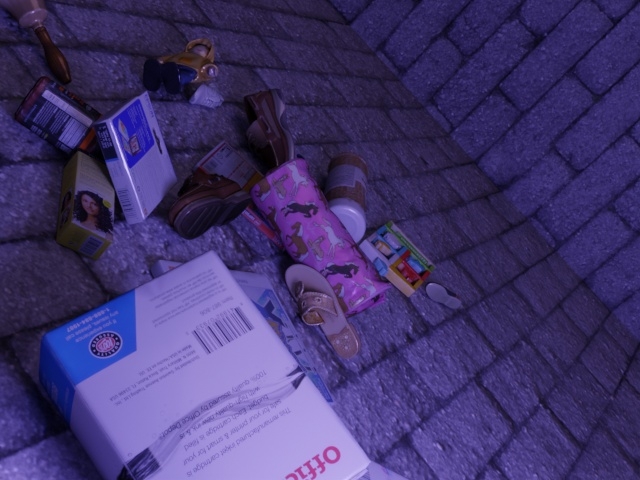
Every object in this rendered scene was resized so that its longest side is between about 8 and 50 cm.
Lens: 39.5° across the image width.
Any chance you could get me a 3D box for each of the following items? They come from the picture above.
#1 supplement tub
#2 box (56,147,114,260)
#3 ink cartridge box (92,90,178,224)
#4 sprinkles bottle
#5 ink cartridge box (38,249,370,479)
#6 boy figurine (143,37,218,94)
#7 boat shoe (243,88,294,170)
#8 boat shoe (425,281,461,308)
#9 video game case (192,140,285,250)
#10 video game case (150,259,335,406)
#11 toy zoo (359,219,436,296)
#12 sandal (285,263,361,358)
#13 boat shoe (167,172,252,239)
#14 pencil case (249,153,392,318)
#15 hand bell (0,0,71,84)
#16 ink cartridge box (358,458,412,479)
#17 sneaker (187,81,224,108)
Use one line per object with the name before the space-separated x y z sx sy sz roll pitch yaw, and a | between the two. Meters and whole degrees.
supplement tub | -0.481 -0.222 1.725 0.198 0.106 0.106 35 26 -19
box | -0.426 -0.070 1.628 0.087 0.058 0.232 29 28 -32
ink cartridge box | -0.356 -0.165 1.733 0.208 0.045 0.206 -66 144 -64
sprinkles bottle | 0.065 -0.116 2.378 0.121 0.121 0.355 37 25 -15
ink cartridge box | -0.169 0.255 1.252 0.285 0.166 0.395 -28 71 -32
boy figurine | -0.335 -0.444 2.265 0.177 0.092 0.285 11 28 15
boat shoe | -0.140 -0.261 2.329 0.116 0.123 0.324 -3 52 -14
boat shoe | 0.335 0.145 2.469 0.137 0.049 0.043 30 25 -34
video game case | -0.163 -0.112 2.136 0.285 0.025 0.204 41 24 -6
video game case | -0.144 0.182 1.688 0.300 0.036 0.329 11 40 -50
toy zoo | 0.210 0.051 2.446 0.192 0.030 0.293 46 25 4
sandal | -0.004 0.151 1.893 0.240 0.088 0.079 54 22 8
boat shoe | -0.254 -0.081 1.868 0.104 0.111 0.307 44 14 8
pencil case | 0.000 0.000 2.012 0.167 0.160 0.386 -30 81 -25
hand bell | -0.603 -0.444 1.929 0.242 0.126 0.126 62 27 7
ink cartridge box | 0.077 0.482 1.442 0.306 0.131 0.226 33 27 -24
sneaker | -0.293 -0.373 2.316 0.061 0.053 0.152 47 24 0
